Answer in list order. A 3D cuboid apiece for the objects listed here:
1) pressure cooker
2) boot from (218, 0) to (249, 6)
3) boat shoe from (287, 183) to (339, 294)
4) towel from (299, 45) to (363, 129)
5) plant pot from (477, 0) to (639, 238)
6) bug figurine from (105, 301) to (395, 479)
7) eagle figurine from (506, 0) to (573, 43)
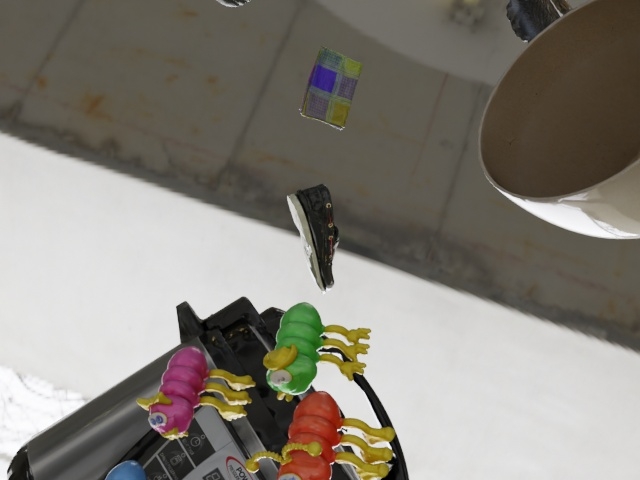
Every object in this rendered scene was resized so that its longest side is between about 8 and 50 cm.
[{"bbox_3d":[-0.113,0.292,1.414,0.420,0.370,0.375,-31,-140,-7],"label":"pressure cooker"},{"bbox_3d":[-0.007,-0.323,1.144,0.076,0.189,0.208,47,-138,-3],"label":"boot"},{"bbox_3d":[0.001,0.001,1.168,0.042,0.133,0.049,-22,-136,-11],"label":"boat shoe"},{"bbox_3d":[0.013,-0.172,1.344,0.060,0.009,0.083,20,-95,-26],"label":"towel"},{"bbox_3d":[0.344,-0.110,1.318,0.191,0.284,0.284,41,-134,-33],"label":"plant pot"},{"bbox_3d":[-0.075,0.148,0.920,0.072,0.279,0.216,50,-149,-28],"label":"bug figurine"},{"bbox_3d":[0.295,-0.353,1.527,0.298,0.226,0.225,36,-125,19],"label":"eagle figurine"}]
